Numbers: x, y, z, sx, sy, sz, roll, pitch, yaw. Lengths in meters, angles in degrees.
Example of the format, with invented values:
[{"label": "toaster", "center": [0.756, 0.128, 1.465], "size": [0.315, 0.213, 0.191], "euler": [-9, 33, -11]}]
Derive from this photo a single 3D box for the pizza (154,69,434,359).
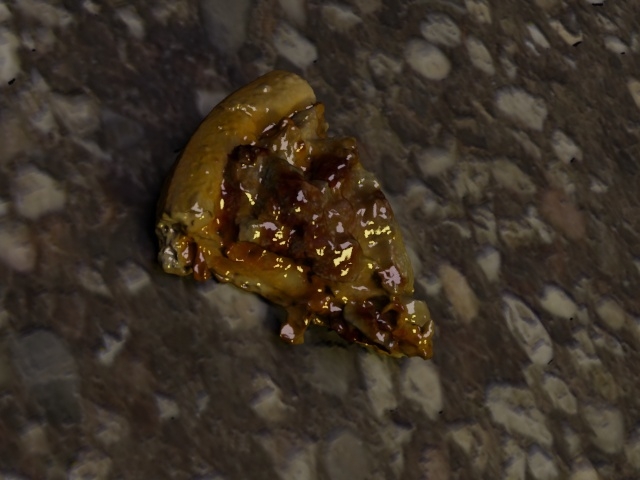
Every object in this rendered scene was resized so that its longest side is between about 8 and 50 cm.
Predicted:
[{"label": "pizza", "center": [0.001, -0.001, 1.043], "size": [0.194, 0.069, 0.154], "euler": [42, 47, -7]}]
